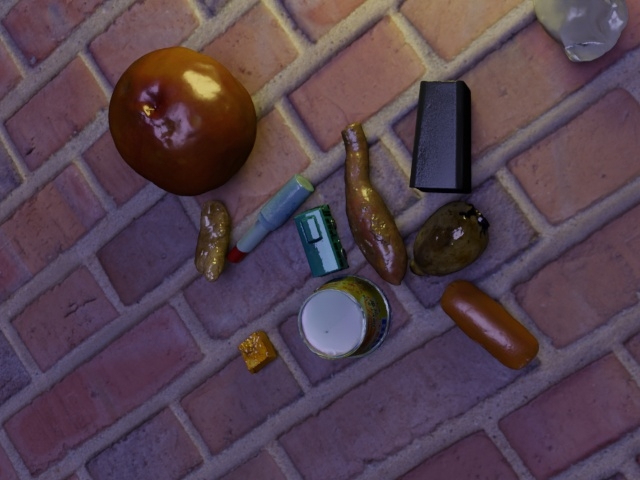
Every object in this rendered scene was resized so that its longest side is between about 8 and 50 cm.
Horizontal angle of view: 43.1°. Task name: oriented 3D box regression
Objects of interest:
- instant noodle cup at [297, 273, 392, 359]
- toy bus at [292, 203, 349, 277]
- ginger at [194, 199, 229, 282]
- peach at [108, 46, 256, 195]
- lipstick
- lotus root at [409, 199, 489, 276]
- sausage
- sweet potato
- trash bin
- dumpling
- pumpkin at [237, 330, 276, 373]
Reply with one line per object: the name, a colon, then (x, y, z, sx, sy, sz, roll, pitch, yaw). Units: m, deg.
instant noodle cup: (0.045, 0.182, 1.825, 0.205, 0.153, 0.205, 1, 94, 19)
toy bus: (0.000, 0.000, 1.862, 0.079, 0.092, 0.160, -19, 86, 17)
ginger: (-0.262, 0.010, 1.957, 0.081, 0.115, 0.205, 4, 71, 1)
peach: (-0.320, -0.272, 1.845, 0.343, 0.302, 0.342, 1, 94, 18)
lipstick: (-0.126, -0.043, 1.915, 0.274, 0.068, 0.061, -46, 66, 21)
lotus root: (0.275, 0.008, 1.762, 0.138, 0.138, 0.214, 47, 116, 11)
sausage: (0.361, 0.181, 1.754, 0.238, 0.098, 0.098, 41, 103, 10)
sweet potato: (0.106, -0.076, 1.825, 0.109, 0.109, 0.385, -22, 79, 18)
trash bin: (0.262, -0.217, 1.733, 0.115, 0.165, 0.225, 2, 91, 18)
dumpling: (0.521, -0.488, 1.652, 0.162, 0.132, 0.250, -27, 84, 21)
pumpkin: (-0.150, 0.269, 1.943, 0.074, 0.054, 0.083, -37, 60, 13)
